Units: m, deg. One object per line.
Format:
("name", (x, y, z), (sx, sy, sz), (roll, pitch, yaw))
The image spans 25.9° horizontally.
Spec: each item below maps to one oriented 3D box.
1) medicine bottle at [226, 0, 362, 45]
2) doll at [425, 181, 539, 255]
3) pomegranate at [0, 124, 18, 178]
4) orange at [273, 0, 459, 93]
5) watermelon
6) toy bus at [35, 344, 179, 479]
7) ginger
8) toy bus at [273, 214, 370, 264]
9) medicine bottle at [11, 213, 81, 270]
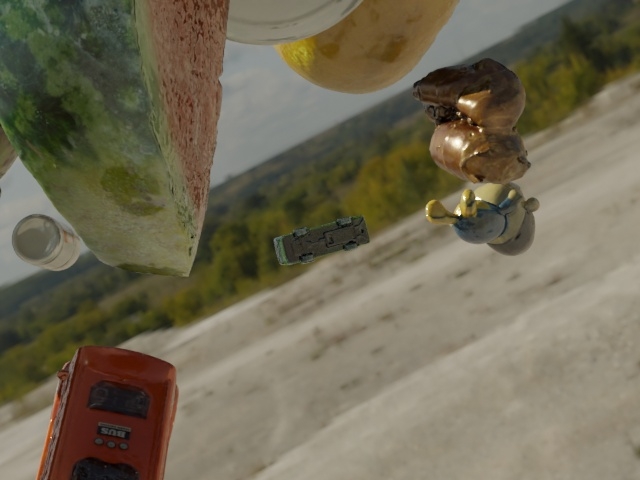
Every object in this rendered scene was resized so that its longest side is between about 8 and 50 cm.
("medicine bottle", (-0.061, -0.326, 1.308), (0.238, 0.238, 0.232), (-27, 24, 5))
("doll", (0.198, -0.031, 1.633), (0.102, 0.088, 0.179), (-18, -23, 32))
("pomegranate", (-0.389, -0.107, 1.235), (0.286, 0.231, 0.231), (-47, 7, -9))
("orange", (0.046, -0.312, 1.672), (0.279, 0.235, 0.279), (-58, 4, 7))
("watermelon", (-0.144, -0.133, 1.040), (0.193, 0.310, 0.231), (-23, 35, 5))
("toy bus", (-0.225, 0.224, 1.464), (0.329, 0.143, 0.153), (-87, 12, -54))
("ginger", (0.121, -0.104, 1.183), (0.073, 0.103, 0.162), (-6, 10, -16))
("toy bus", (0.000, 0.000, 1.215), (0.083, 0.031, 0.037), (-15, 3, -24))
("medicine bottle", (-0.303, 0.003, 1.539), (0.057, 0.057, 0.089), (-27, -8, 2))
